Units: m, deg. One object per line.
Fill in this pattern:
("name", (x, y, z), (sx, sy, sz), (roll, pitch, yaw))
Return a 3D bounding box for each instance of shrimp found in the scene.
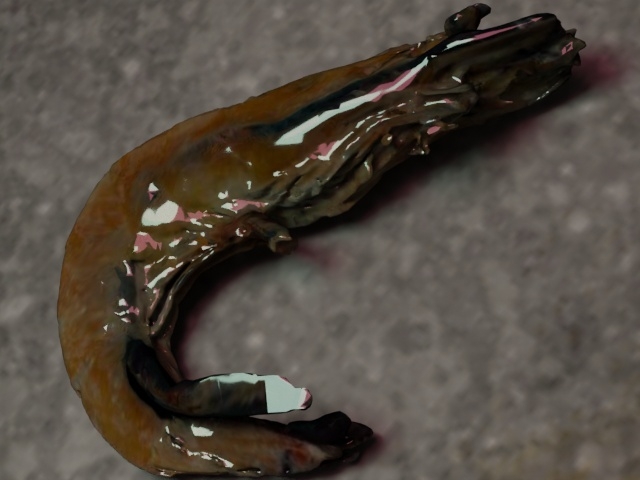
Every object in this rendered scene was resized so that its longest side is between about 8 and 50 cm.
("shrimp", (0.000, 0.000, 0.680), (0.219, 0.046, 0.152), (-27, 52, 15))
